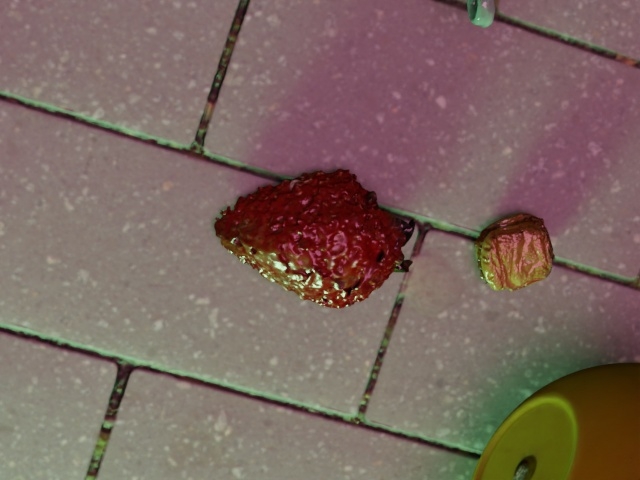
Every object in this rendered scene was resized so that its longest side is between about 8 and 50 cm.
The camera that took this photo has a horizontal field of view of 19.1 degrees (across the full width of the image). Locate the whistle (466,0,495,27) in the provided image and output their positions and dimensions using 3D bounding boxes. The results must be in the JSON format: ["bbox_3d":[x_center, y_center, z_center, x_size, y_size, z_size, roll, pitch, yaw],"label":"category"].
[{"bbox_3d":[0.151,-0.348,1.812,0.163,0.163,0.289,-5,103,-11],"label":"whistle"}]

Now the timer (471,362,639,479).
[{"bbox_3d":[0.342,0.313,1.900,0.387,0.376,0.376,32,93,-20],"label":"timer"}]

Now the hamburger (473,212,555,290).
[{"bbox_3d":[0.200,0.012,1.954,0.083,0.044,0.076,-11,105,-8],"label":"hamburger"}]

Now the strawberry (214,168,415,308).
[{"bbox_3d":[0.004,0.000,1.890,0.192,0.085,0.140,37,94,-15],"label":"strawberry"}]
